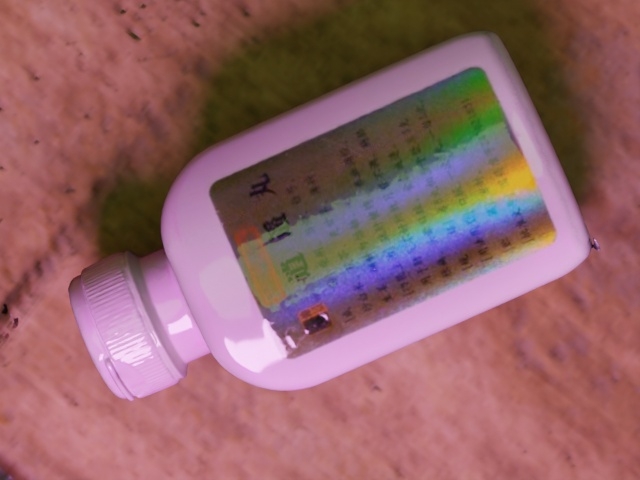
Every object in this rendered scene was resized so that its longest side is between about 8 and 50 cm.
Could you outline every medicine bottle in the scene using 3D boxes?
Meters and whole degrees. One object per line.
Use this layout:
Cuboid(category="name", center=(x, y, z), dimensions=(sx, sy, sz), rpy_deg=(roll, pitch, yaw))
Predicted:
Cuboid(category="medicine bottle", center=(0.000, 0.000, 0.873), dimensions=(0.219, 0.078, 0.115), rpy_deg=(-24, 90, 2))
